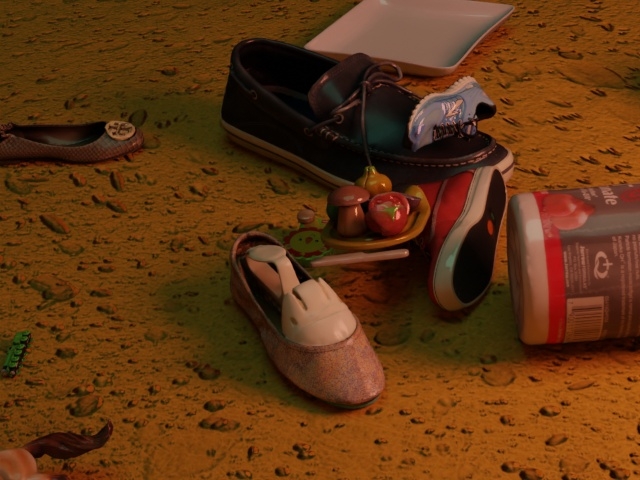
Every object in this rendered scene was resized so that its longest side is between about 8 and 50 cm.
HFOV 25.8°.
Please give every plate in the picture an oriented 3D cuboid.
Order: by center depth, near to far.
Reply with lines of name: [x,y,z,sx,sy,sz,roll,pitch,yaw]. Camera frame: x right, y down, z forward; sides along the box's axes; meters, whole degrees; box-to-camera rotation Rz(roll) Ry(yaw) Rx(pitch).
plate: [0.155,-0.345,2.370,0.277,0.045,0.278,11,35,27]

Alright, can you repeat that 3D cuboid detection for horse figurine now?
horse figurine: [-0.315,0.270,1.400,0.174,0.066,0.263,17,39,23]

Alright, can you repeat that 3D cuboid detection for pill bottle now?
pill bottle: [0.378,0.020,1.587,0.318,0.176,0.176,-5,31,2]

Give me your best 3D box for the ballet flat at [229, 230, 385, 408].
ballet flat: [-0.029,0.080,1.626,0.107,0.106,0.316,-21,34,-23]

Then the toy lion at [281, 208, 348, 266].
toy lion: [0.000,0.000,1.834,0.100,0.034,0.096,1,38,10]

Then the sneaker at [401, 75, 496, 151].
sneaker: [0.174,-0.161,1.855,0.162,0.063,0.073,-34,63,-32]

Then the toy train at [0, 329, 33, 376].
toy train: [-0.365,0.136,1.679,0.023,0.017,0.083,-11,30,11]

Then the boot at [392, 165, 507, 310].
boot: [0.129,0.005,1.765,0.176,0.088,0.244,-8,35,26]

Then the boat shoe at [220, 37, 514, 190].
boat shoe: [0.050,-0.175,1.997,0.500,0.156,0.187,23,40,35]

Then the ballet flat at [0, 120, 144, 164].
ballet flat: [-0.395,-0.158,2.136,0.250,0.058,0.084,-2,31,6]

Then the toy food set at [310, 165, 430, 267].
toy food set: [0.061,-0.042,1.691,0.128,0.071,0.218,-4,19,13]
